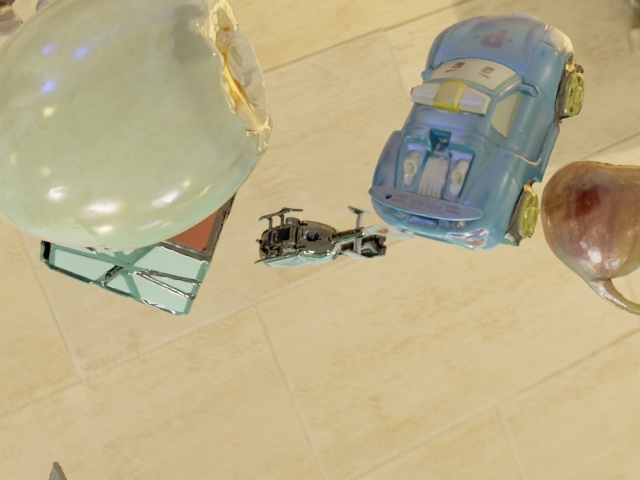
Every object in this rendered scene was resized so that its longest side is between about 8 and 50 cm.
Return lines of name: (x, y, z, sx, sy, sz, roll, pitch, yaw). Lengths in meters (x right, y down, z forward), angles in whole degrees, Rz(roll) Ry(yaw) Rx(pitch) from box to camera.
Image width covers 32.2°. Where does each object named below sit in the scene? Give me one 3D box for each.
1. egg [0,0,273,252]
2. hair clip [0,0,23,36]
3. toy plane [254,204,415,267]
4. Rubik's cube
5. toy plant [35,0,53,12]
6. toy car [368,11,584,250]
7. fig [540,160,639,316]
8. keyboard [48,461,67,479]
egg: (-0.148, -0.083, 0.771, 0.217, 0.183, 0.183, -18, 99, 12)
hair clip: (-0.499, -0.317, 1.520, 0.085, 0.331, 0.101, -15, 105, -37)
toy plane: (0.000, 0.000, 1.103, 0.078, 0.197, 0.053, 20, 68, -40)
Rubik's cube: (-0.297, -0.074, 1.906, 0.293, 0.288, 0.283, 24, 63, -7)
toy plant: (-0.353, -0.226, 1.523, 0.112, 0.243, 0.232, 19, 86, 14)
toy car: (0.174, -0.140, 1.276, 0.166, 0.198, 0.314, 42, 67, -56)
fig: (0.375, -0.002, 1.474, 0.175, 0.175, 0.207, 2, 102, -21)
keyboard: (-0.255, 0.307, 1.155, 0.014, 0.176, 0.055, -1, 119, -32)
